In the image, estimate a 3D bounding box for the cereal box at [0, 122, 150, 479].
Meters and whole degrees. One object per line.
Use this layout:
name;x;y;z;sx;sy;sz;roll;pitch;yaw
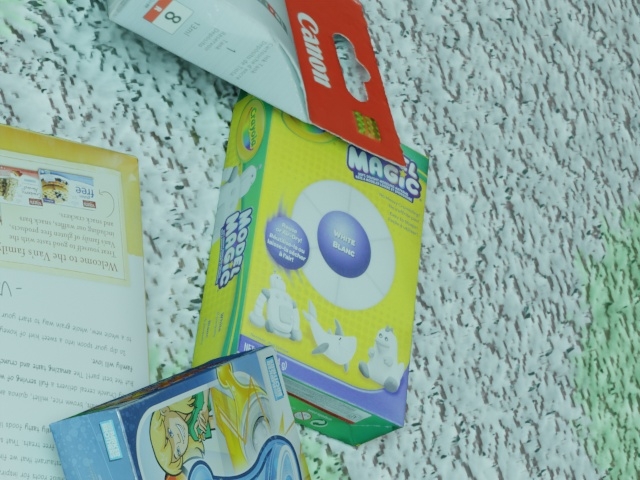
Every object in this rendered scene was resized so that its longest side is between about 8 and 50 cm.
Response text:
cereal box;-0.147;0.065;0.732;0.173;0.047;0.240;14;63;-40

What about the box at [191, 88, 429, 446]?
box;0.000;0.000;0.900;0.105;0.043;0.179;26;53;-30

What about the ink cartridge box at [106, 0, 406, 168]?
ink cartridge box;-0.027;-0.125;0.897;0.179;0.045;0.145;23;35;-30

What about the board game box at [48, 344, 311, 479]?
board game box;-0.036;0.154;0.755;0.136;0.035;0.201;-18;92;-64
